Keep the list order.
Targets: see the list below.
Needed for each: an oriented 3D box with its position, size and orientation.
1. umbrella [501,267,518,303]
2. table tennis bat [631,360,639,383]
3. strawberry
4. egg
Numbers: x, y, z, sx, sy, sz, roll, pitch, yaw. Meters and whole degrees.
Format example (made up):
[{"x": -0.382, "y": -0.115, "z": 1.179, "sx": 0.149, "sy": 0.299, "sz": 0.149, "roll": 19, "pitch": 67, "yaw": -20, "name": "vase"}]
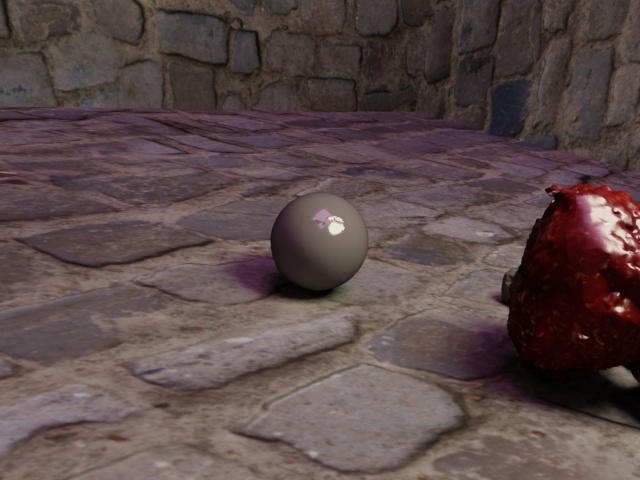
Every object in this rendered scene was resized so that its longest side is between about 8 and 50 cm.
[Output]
[{"x": 0.416, "y": 0.084, "z": 1.278, "sx": 0.073, "sy": 0.067, "sz": 0.337, "roll": -16, "pitch": 14, "yaw": -36, "name": "umbrella"}, {"x": 0.475, "y": 0.174, "z": 1.105, "sx": 0.199, "sy": 0.050, "sz": 0.321, "roll": 11, "pitch": 10, "yaw": -15, "name": "table tennis bat"}, {"x": 0.356, "y": 0.062, "z": 1.097, "sx": 0.221, "sy": 0.274, "sz": 0.274, "roll": 18, "pitch": 18, "yaw": 16, "name": "strawberry"}, {"x": 0.000, "y": 0.000, "z": 1.294, "sx": 0.147, "sy": 0.146, "sz": 0.199, "roll": 13, "pitch": 10, "yaw": 10, "name": "egg"}]
